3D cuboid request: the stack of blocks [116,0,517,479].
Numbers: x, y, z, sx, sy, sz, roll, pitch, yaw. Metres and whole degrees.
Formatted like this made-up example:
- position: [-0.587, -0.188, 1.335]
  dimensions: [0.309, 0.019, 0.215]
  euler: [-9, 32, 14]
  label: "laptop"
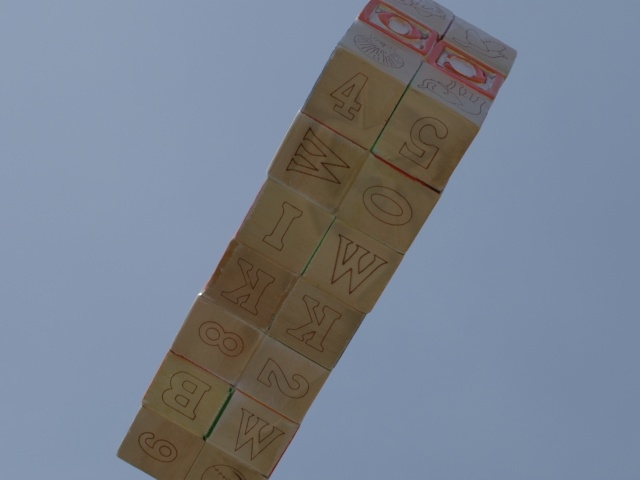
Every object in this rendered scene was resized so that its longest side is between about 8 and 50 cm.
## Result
- position: [0.000, 0.000, 0.948]
  dimensions: [0.087, 0.171, 0.297]
  euler: [30, -61, 0]
  label: "stack of blocks"
